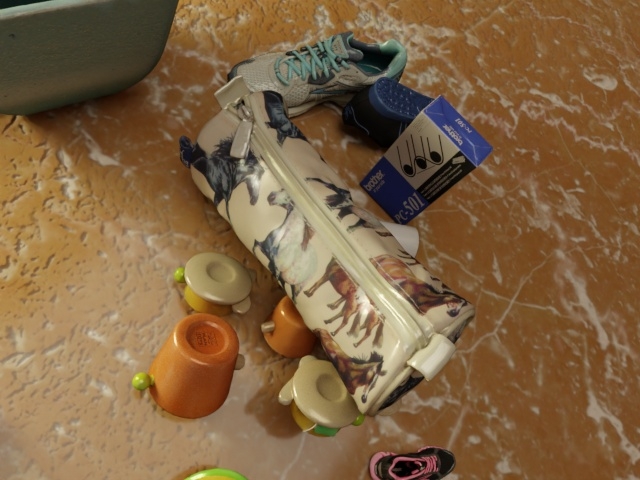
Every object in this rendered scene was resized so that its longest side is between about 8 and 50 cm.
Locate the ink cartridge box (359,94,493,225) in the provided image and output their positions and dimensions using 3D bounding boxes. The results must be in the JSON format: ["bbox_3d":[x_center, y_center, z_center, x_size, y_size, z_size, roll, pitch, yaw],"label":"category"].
[{"bbox_3d":[0.137,-0.100,0.766,0.097,0.207,0.046,46,63,2],"label":"ink cartridge box"}]

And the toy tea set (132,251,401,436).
[{"bbox_3d":[-0.052,0.159,0.682,0.335,0.124,0.200,25,35,-5],"label":"toy tea set"}]

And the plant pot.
[{"bbox_3d":[-0.333,-0.288,0.653,0.247,0.252,0.247,-23,80,-25],"label":"plant pot"}]

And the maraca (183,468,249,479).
[{"bbox_3d":[-0.132,0.329,0.582,0.127,0.099,0.186,42,88,11],"label":"maraca"}]

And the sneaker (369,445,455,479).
[{"bbox_3d":[0.125,0.288,0.703,0.119,0.057,0.047,0,69,-20],"label":"sneaker"}]

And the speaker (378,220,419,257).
[{"bbox_3d":[0.069,-0.005,0.793,0.136,0.055,0.055,10,68,-16],"label":"speaker"}]

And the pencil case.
[{"bbox_3d":[0.000,0.000,0.642,0.159,0.183,0.410,-38,66,-3],"label":"pencil case"}]

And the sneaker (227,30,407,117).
[{"bbox_3d":[0.000,-0.264,0.829,0.282,0.122,0.110,-11,74,-22],"label":"sneaker"}]

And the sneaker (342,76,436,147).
[{"bbox_3d":[0.140,-0.180,0.876,0.232,0.090,0.082,20,62,-34],"label":"sneaker"}]
